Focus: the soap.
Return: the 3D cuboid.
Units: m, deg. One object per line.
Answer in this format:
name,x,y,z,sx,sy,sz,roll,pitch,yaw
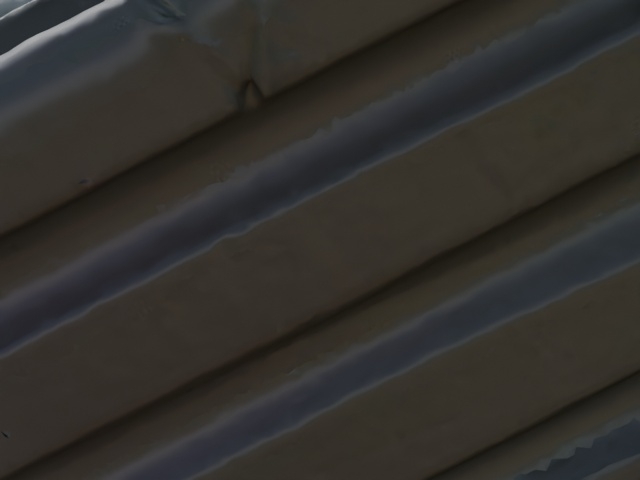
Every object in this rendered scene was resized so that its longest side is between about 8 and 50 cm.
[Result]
soap,0.000,0.000,0.673,0.435,0.350,0.213,-29,20,5
